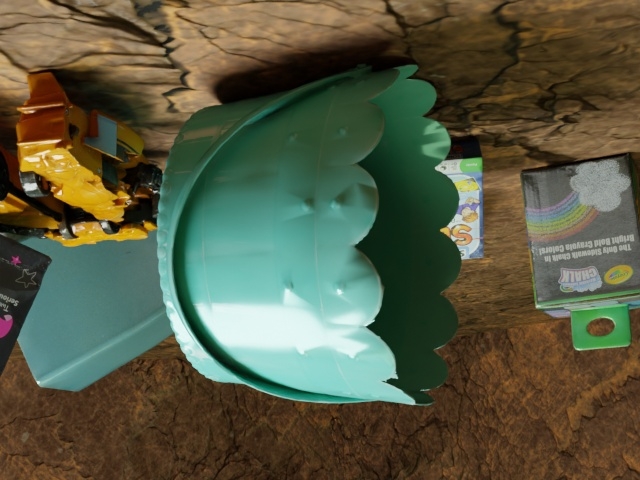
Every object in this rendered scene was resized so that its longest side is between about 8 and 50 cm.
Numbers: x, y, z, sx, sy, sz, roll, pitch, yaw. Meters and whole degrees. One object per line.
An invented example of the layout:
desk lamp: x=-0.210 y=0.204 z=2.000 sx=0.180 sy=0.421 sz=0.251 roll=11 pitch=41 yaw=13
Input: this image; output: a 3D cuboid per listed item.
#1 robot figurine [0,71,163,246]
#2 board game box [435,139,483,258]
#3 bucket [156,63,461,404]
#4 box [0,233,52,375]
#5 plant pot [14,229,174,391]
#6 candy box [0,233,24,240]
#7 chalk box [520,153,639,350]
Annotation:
robot figurine: x=-0.233 y=-0.058 z=0.890 sx=0.211 sy=0.085 sz=0.291 roll=-5 pitch=168 yaw=8
board game box: x=0.071 y=-0.034 z=1.064 sx=0.201 sy=0.035 sz=0.136 roll=-6 pitch=130 yaw=5
bucket: x=0.000 y=0.000 z=0.828 sx=0.183 sy=0.281 sz=0.281 roll=-3 pitch=170 yaw=20
box: x=-0.392 y=0.031 z=0.872 sx=0.247 sy=0.142 sz=0.163 roll=28 pitch=165 yaw=-24
plant pot: x=-0.236 y=0.050 z=1.182 sx=0.234 sy=0.165 sz=0.166 roll=-26 pitch=169 yaw=-3
candy box: x=-0.383 y=0.003 z=1.218 sx=0.105 sy=0.027 sz=0.206 roll=2 pitch=158 yaw=-44
chalk box: x=0.323 y=0.023 z=1.184 sx=0.132 sy=0.213 sz=0.132 roll=-8 pitch=168 yaw=21
